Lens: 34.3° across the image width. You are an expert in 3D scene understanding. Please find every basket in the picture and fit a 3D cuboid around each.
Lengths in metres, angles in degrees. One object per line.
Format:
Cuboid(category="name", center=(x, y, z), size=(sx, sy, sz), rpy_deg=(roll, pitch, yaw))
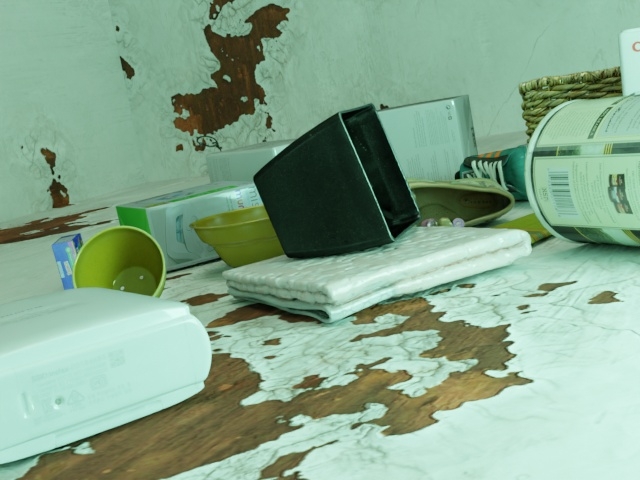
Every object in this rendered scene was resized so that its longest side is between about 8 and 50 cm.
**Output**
Cuboid(category="basket", center=(0.558, -0.227, 1.991), size=(0.299, 0.223, 0.213), rpy_deg=(-7, 9, 28))

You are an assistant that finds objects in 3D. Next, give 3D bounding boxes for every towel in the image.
Cuboid(category="towel", center=(0.068, 0.036, 1.420), size=(0.317, 0.053, 0.332), rpy_deg=(-16, 10, -27))
Cuboid(category="towel", center=(0.324, -0.016, 1.576), size=(0.102, 0.021, 0.237), rpy_deg=(5, 16, 43))

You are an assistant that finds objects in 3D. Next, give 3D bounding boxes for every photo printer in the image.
Cuboid(category="photo printer", center=(-0.292, 0.125, 1.075), size=(0.256, 0.107, 0.307), rpy_deg=(-16, 10, -32))

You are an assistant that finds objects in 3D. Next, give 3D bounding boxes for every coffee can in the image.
Cuboid(category="coffee can", center=(0.423, -0.089, 1.311), size=(0.201, 0.202, 0.275), rpy_deg=(-14, 10, -26))

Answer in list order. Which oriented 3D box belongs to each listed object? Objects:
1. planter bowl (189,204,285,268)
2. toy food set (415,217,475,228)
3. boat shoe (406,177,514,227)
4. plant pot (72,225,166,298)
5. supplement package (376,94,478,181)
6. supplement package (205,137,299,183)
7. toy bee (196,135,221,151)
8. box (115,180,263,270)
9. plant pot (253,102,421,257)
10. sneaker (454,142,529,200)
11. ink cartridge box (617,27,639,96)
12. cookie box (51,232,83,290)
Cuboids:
Cuboid(category="planter bowl", center=(-0.108, -0.004, 1.756), size=(0.217, 0.090, 0.217), rpy_deg=(-9, 9, 1))
Cuboid(category="toy food set", center=(0.200, -0.023, 1.630), size=(0.078, 0.019, 0.122), rpy_deg=(-2, -6, 30))
Cuboid(category="boat shoe", center=(0.178, -0.058, 1.728), size=(0.285, 0.105, 0.089), rpy_deg=(-10, 6, -5))
Cuboid(category="plant pot", center=(-0.282, 0.058, 1.510), size=(0.134, 0.134, 0.095), rpy_deg=(-10, -21, 2))
Cuboid(category="supplement package", center=(0.209, -0.210, 2.363), size=(0.262, 0.199, 0.198), rpy_deg=(-7, 9, 19))
Cuboid(category="supplement package", center=(-0.087, -0.118, 2.189), size=(0.175, 0.178, 0.293), rpy_deg=(-15, 10, -32))
Cuboid(category="toy bee", center=(-0.202, -0.149, 2.738), size=(0.195, 0.162, 0.298), rpy_deg=(-6, 30, -31))
Cuboid(category="box", center=(-0.243, -0.030, 1.988), size=(0.231, 0.127, 0.262), rpy_deg=(-16, 9, -21))
Cuboid(category="plant pot", center=(0.017, -0.070, 1.469), size=(0.167, 0.187, 0.188), rpy_deg=(-23, 4, 19))
Cuboid(category="sneaker", center=(0.333, -0.117, 1.960), size=(0.121, 0.108, 0.302), rpy_deg=(-12, 1, -4))
Cuboid(category="ink cartridge box", center=(0.592, -0.213, 1.660), size=(0.198, 0.273, 0.115), rpy_deg=(-4, 10, 22))
Cuboid(category="cookie box", center=(-0.448, 0.040, 1.877), size=(0.040, 0.092, 0.107), rpy_deg=(-14, 9, -3))
